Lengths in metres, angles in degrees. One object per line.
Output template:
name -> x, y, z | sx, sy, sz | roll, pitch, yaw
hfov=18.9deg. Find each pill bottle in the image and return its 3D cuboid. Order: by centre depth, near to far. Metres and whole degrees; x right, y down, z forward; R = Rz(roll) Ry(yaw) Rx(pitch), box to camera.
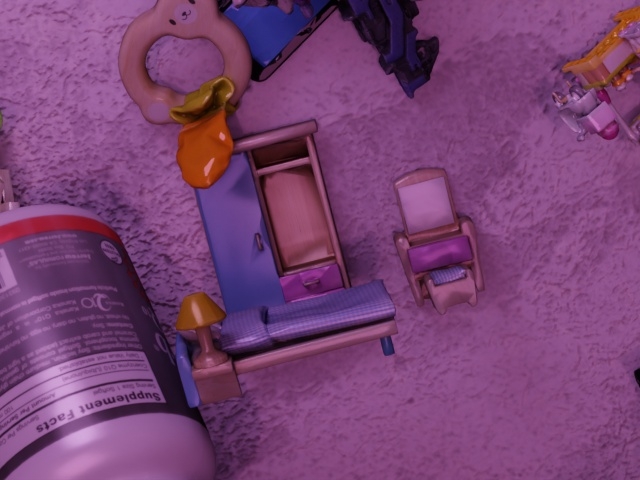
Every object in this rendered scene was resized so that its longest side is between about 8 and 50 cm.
pill bottle -> -0.216, 0.164, 1.699 | 0.210, 0.210, 0.363 | -29, 60, 3

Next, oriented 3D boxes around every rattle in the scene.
rattle -> -0.134, -0.170, 1.738 | 0.130, 0.143, 0.199 | 9, 130, 14

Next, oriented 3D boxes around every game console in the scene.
game console -> -0.058, -0.244, 1.800 | 0.144, 0.124, 0.085 | -46, 55, 4

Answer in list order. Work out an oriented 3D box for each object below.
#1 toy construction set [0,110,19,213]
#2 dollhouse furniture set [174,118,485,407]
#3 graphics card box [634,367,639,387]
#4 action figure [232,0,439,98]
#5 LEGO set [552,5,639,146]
toy construction set -> -0.399, -0.075, 1.746 | 0.151, 0.328, 0.215 | -46, 50, 30
dollhouse furniture set -> 0.000, 0.000, 1.720 | 0.286, 0.303, 0.198 | -14, 97, 2
graphics card box -> 0.518, 0.151, 1.842 | 0.371, 0.094, 0.233 | -28, 96, 2
action figure -> 0.047, -0.303, 1.758 | 0.330, 0.341, 0.178 | -34, 52, -11
LEGO set -> 0.348, -0.182, 1.795 | 0.287, 0.132, 0.107 | -38, 104, -2
